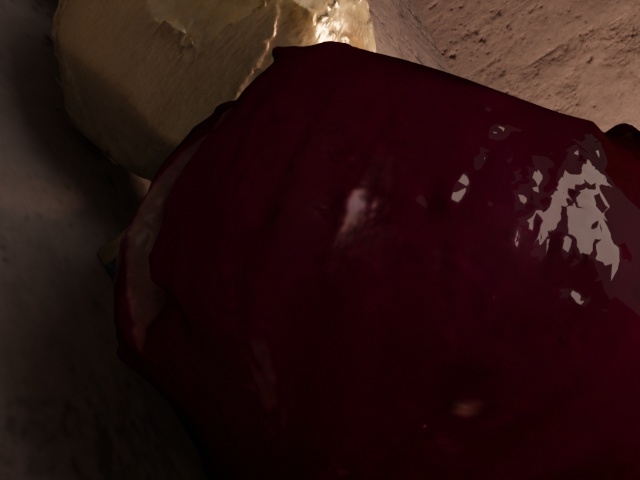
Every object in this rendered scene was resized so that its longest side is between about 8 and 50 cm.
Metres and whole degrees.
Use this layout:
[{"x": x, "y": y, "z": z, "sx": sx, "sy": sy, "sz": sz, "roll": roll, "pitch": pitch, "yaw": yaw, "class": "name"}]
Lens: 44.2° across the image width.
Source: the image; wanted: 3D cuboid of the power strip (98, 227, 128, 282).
[{"x": -0.120, "y": -0.003, "z": 0.628, "sx": 0.032, "sy": 0.056, "sz": 0.123, "roll": 58, "pitch": 20, "yaw": 2, "class": "power strip"}]

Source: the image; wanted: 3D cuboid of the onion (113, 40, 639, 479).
[{"x": 0.037, "y": 0.123, "z": 0.459, "sx": 0.398, "sy": 0.398, "sz": 0.420, "roll": 44, "pitch": 51, "yaw": -32, "class": "onion"}]

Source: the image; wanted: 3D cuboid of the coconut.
[{"x": -0.077, "y": -0.171, "z": 0.638, "sx": 0.245, "sy": 0.247, "sz": 0.245, "roll": 32, "pitch": 18, "yaw": -12, "class": "coconut"}]
